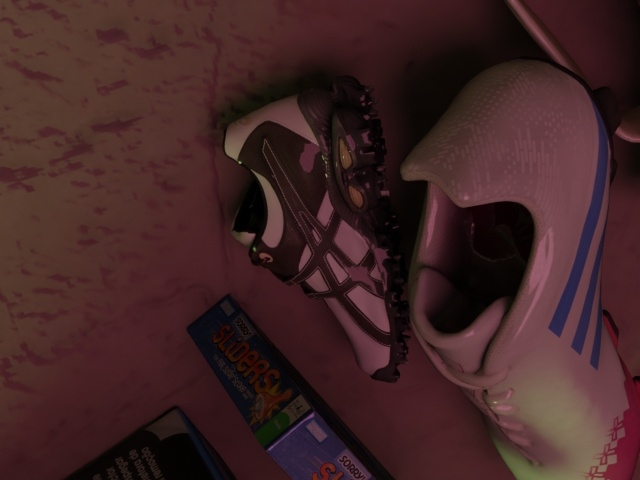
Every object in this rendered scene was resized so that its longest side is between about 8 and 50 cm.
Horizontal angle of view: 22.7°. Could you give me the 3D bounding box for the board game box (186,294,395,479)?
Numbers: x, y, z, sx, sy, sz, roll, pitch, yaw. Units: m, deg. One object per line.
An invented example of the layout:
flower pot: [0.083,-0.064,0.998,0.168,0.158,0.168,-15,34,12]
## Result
board game box: [0.011,0.133,0.927,0.035,0.136,0.201,-40,125,-1]

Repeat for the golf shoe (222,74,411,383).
golf shoe: [0.000,0.000,0.902,0.094,0.077,0.198,-10,122,5]

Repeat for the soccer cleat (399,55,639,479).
soccer cleat: [0.105,0.054,0.916,0.143,0.116,0.331,-39,133,-34]

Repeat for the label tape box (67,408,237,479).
label tape box: [-0.159,0.279,0.856,0.348,0.249,0.115,-32,124,-6]

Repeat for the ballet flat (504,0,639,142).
ballet flat: [0.165,-0.191,0.833,0.182,0.164,0.483,-15,126,14]
